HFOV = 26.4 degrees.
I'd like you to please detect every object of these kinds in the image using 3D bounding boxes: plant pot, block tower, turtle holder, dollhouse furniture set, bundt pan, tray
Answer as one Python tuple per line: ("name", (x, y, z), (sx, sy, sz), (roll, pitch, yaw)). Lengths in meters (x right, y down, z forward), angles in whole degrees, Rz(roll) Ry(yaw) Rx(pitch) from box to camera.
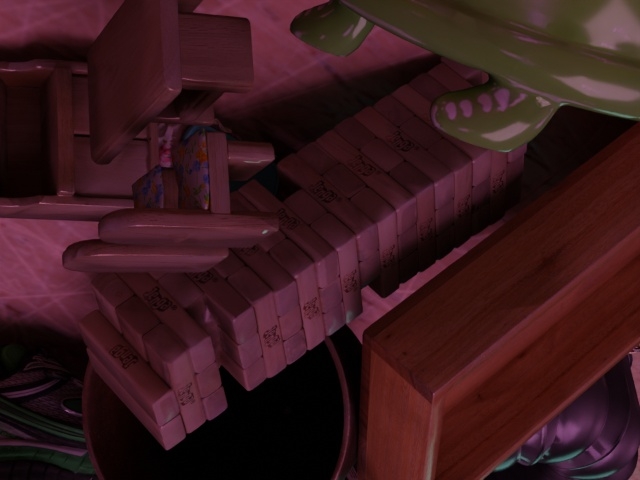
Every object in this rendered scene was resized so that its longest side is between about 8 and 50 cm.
("plant pot", (-0.041, 0.125, 1.104), (0.215, 0.215, 0.230), (-30, 170, 18))
("block tower", (0.000, 0.000, 0.936), (0.335, 0.097, 0.091), (-35, 147, -21))
("turtle holder", (0.143, -0.168, 0.715), (0.243, 0.320, 0.227), (9, 111, -22))
("dollhouse furniture set", (-0.146, -0.086, 0.792), (0.161, 0.212, 0.242), (2, 166, -25))
("bundt pan", (0.176, 0.213, 1.365), (0.330, 0.124, 0.331), (-11, 144, -8))
("tray", (0.199, 0.030, 1.030), (0.411, 0.076, 0.203), (-36, 150, -25))

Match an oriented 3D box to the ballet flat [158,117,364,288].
("ballet flat", (-0.053, -0.026, 1.023), (0.077, 0.091, 0.241), (-5, 151, 40))

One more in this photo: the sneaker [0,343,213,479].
("sneaker", (-0.211, 0.150, 1.131), (0.134, 0.146, 0.343), (-27, 160, 31))

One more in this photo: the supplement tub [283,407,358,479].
("supplement tub", (-0.005, 0.231, 1.249), (0.117, 0.190, 0.117), (-15, 137, -15))

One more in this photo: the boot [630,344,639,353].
("boot", (0.363, 0.081, 1.283), (0.220, 0.109, 0.283), (-4, 170, 8))
